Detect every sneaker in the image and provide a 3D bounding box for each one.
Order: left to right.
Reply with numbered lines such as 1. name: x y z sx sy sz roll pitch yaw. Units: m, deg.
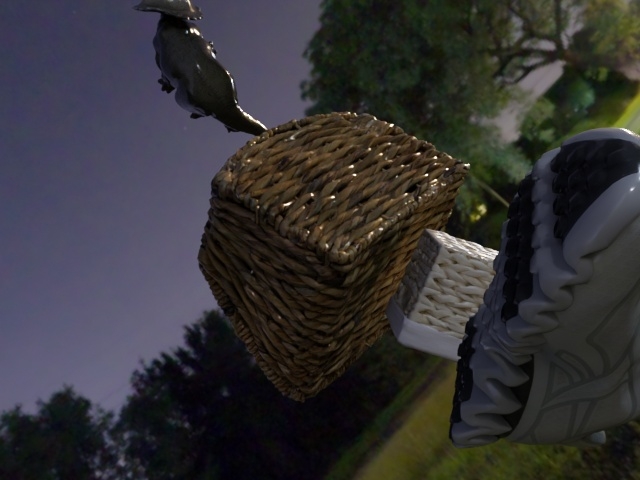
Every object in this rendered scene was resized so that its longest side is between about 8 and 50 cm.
1. sneaker: 0.157 0.049 0.407 0.292 0.118 0.110 89 -165 -55

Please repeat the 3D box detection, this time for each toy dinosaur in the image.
1. toy dinosaur: -0.165 -0.220 0.895 0.121 0.313 0.160 -24 -6 -1

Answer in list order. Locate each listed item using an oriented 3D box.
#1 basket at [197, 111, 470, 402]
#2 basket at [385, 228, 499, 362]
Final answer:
1. basket: 0.000 0.000 0.793 0.299 0.213 0.223 -34 -33 -46
2. basket: 0.162 0.064 0.664 0.113 0.167 0.103 -95 23 -80
